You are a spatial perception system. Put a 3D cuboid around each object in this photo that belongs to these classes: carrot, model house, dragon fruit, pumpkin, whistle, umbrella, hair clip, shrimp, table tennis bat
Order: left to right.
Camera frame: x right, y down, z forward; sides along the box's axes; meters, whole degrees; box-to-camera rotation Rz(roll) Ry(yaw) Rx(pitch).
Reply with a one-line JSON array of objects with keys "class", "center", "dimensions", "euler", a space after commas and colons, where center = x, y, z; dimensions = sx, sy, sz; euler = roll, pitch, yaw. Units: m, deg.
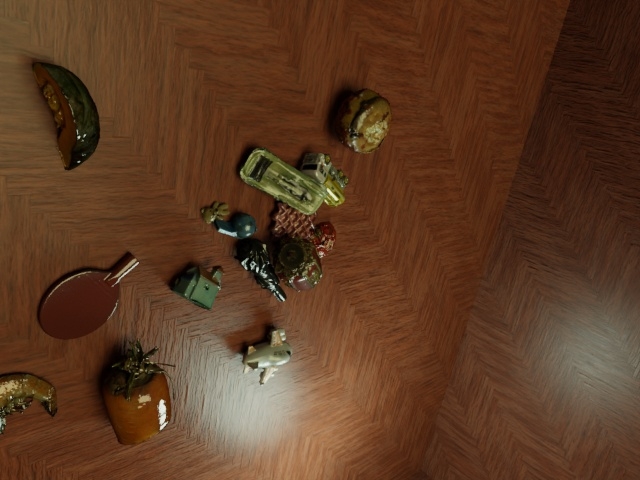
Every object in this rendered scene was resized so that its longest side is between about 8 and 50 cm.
[{"class": "shrimp", "center": [-0.851, 0.506, 1.461], "dimensions": [0.222, 0.054, 0.290], "euler": [16, 91, -49]}, {"class": "pumpkin", "center": [-0.561, -0.283, 1.240], "dimensions": [0.111, 0.163, 0.278], "euler": [-27, 130, -33]}, {"class": "table tennis bat", "center": [-0.646, 0.153, 1.494], "dimensions": [0.310, 0.038, 0.200], "euler": [-45, 137, -18]}, {"class": "carrot", "center": [-0.565, 0.480, 1.635], "dimensions": [0.193, 0.214, 0.331], "euler": [-51, 143, -55]}, {"class": "model house", "center": [-0.387, 0.133, 1.710], "dimensions": [0.148, 0.119, 0.148], "euler": [47, 66, -47]}, {"class": "whistle", "center": [-0.267, -0.054, 1.740], "dimensions": [0.158, 0.090, 0.090], "euler": [23, 94, -49]}, {"class": "umbrella", "center": [-0.197, 0.119, 1.894], "dimensions": [0.118, 0.118, 0.340], "euler": [-46, 138, -18]}, {"class": "hair clip", "center": [-0.128, -0.203, 1.781], "dimensions": [0.321, 0.091, 0.138], "euler": [29, 104, -32]}, {"class": "dragon fruit", "center": [0.000, 0.000, 2.057], "dimensions": [0.106, 0.083, 0.162], "euler": [29, 92, -48]}]

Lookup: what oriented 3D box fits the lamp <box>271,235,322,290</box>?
[{"class": "lamp", "center": [-0.081, 0.086, 1.910], "dimensions": [0.177, 0.177, 0.274], "euler": [-55, 163, -8]}]

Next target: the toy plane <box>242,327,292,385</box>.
[{"class": "toy plane", "center": [-0.204, 0.454, 2.069], "dimensions": [0.245, 0.117, 0.244], "euler": [-23, 125, -37]}]

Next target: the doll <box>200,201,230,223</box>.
[{"class": "doll", "center": [-0.336, -0.091, 1.687], "dimensions": [0.093, 0.051, 0.061], "euler": [-32, 109, -60]}]

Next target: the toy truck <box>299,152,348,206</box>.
[{"class": "toy truck", "center": [0.016, -0.219, 1.908], "dimensions": [0.227, 0.098, 0.114], "euler": [44, 58, -49]}]

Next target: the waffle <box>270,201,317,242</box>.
[{"class": "waffle", "center": [-0.089, -0.090, 1.928], "dimensions": [0.221, 0.055, 0.234], "euler": [-2, 112, -46]}]

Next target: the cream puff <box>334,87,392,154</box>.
[{"class": "cream puff", "center": [0.149, -0.434, 1.905], "dimensions": [0.240, 0.164, 0.240], "euler": [-33, 147, -25]}]
